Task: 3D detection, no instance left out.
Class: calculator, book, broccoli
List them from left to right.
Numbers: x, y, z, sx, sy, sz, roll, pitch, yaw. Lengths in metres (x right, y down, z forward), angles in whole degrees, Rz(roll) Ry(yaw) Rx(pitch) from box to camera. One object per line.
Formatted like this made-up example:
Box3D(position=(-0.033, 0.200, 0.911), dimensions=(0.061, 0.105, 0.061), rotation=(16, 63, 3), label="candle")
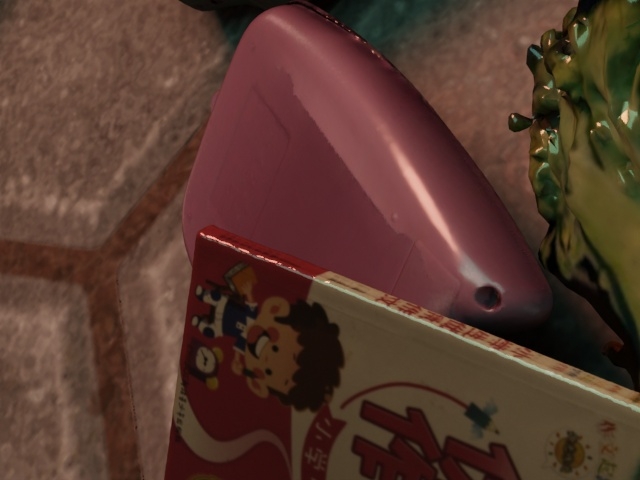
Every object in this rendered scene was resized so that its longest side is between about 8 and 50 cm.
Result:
Box3D(position=(-0.001, 0.000, 0.762), dimensions=(0.294, 0.043, 0.194), rotation=(53, 130, 43), label="calculator")
Box3D(position=(0.028, 0.104, 0.671), dimensions=(0.232, 0.022, 0.162), rotation=(22, 115, 27), label="book")
Box3D(position=(0.213, -0.009, 0.629), dimensions=(0.180, 0.273, 0.242), rotation=(-26, 25, -36), label="broccoli")

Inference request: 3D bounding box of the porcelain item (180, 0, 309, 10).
Box3D(position=(-0.028, -0.300, 0.902), dimensions=(0.281, 0.157, 0.286), rotation=(-37, 53, 16), label="porcelain item")
